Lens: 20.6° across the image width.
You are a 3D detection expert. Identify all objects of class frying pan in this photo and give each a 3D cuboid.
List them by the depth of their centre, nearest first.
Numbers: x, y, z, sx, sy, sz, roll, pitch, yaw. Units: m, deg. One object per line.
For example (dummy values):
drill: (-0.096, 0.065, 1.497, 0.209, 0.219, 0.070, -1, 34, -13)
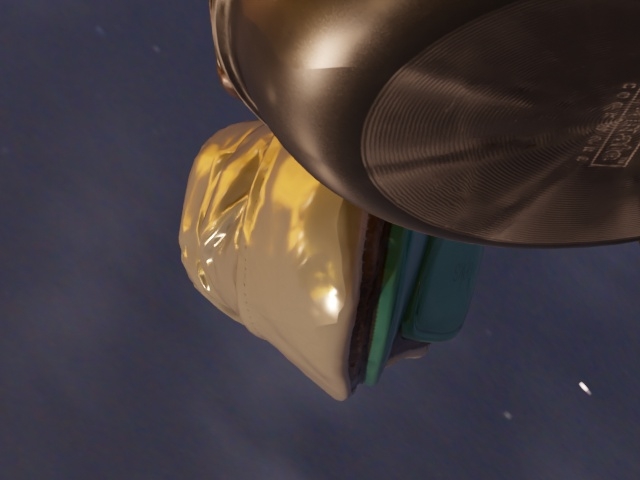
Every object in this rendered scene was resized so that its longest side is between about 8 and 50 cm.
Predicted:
frying pan: (0.125, -0.037, 0.477, 0.197, 0.326, 0.053, -36, -132, 46)

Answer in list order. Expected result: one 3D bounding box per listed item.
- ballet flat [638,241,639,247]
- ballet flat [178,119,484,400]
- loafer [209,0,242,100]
ballet flat: (0.190, -0.028, 0.932, 0.095, 0.096, 0.280, 1, -138, 0)
ballet flat: (0.000, 0.000, 0.850, 0.139, 0.400, 0.139, -1, -94, 9)
loafer: (-0.042, -0.221, 1.009, 0.095, 0.109, 0.303, 2, -79, 50)
